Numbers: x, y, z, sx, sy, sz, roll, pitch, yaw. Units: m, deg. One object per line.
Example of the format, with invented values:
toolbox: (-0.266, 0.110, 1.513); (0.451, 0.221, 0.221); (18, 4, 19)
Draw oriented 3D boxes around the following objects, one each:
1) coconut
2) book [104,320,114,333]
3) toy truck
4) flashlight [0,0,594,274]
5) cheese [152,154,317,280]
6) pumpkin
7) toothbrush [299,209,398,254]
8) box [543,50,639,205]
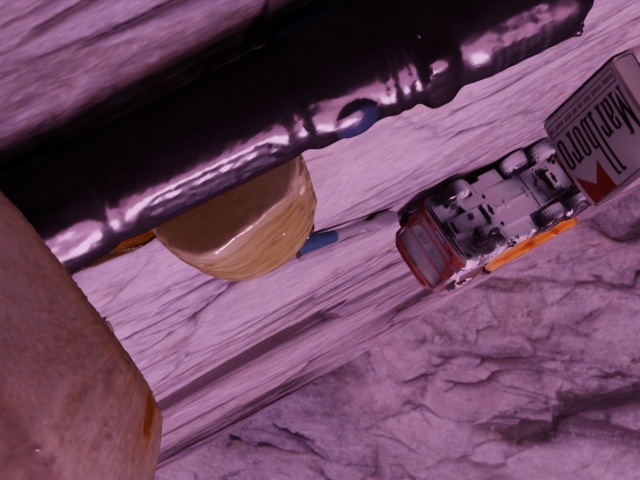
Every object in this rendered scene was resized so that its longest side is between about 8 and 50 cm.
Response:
coconut: (-0.258, 0.121, 0.945); (0.328, 0.329, 0.329); (-28, 171, -5)
book: (-0.374, 0.229, 1.774); (0.389, 0.032, 0.269); (-37, 173, -19)
toy truck: (0.212, -0.031, 2.103); (0.270, 0.114, 0.135); (-25, 166, -38)
flashlight: (-0.030, -0.085, 1.112); (0.424, 0.103, 0.103); (-27, 171, -7)
cheese: (-0.062, -0.027, 1.320); (0.123, 0.094, 0.167); (-28, 171, 1)
pumpkin: (-0.177, 0.006, 1.355); (0.101, 0.035, 0.073); (-29, -177, -24)
toothbrush: (0.000, 0.000, 1.900); (0.025, 0.019, 0.275); (-26, 175, 38)
box: (0.316, -0.119, 1.912); (0.036, 0.115, 0.177); (-27, 170, -25)
